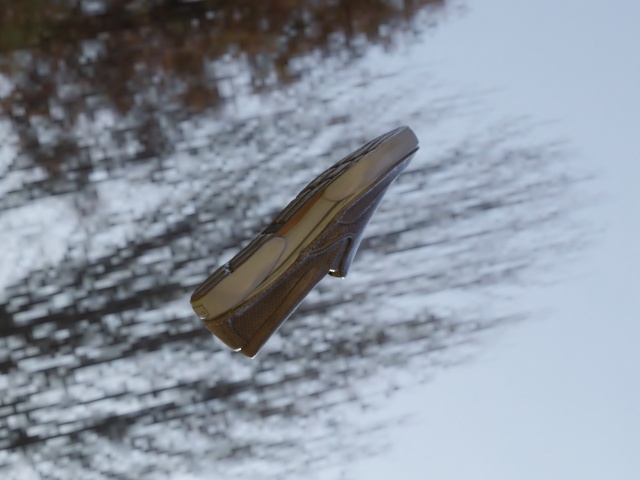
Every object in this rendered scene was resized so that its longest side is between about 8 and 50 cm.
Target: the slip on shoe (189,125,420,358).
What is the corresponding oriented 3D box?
[{"bbox_3d":[0.000,0.000,0.810,0.041,0.135,0.051,50,-14,-10],"label":"slip on shoe"}]
